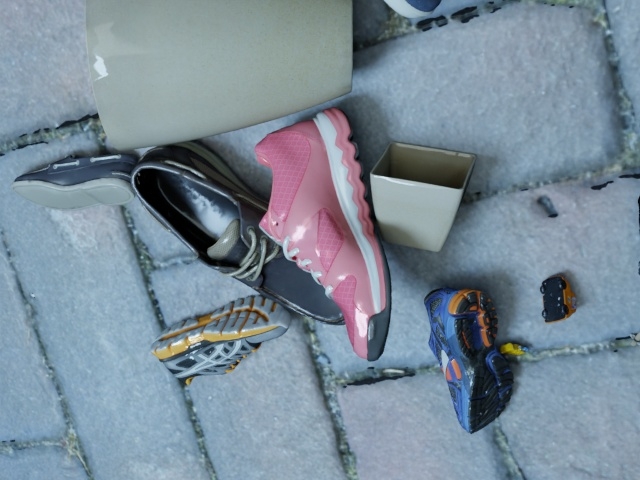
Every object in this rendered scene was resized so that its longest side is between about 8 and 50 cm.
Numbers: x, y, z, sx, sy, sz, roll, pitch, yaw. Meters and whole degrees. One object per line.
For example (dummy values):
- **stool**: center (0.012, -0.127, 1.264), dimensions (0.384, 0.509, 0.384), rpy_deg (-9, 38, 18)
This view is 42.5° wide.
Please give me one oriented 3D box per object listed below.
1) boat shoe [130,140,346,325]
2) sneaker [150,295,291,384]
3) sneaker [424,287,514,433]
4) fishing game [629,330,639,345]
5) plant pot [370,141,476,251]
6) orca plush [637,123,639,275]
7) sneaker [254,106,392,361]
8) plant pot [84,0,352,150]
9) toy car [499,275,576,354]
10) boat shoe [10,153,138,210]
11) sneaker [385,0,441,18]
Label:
- **boat shoe**: center (-0.102, 0.005, 1.065), dimensions (0.355, 0.130, 0.132), rpy_deg (33, 113, 6)
- **sneaker**: center (-0.130, 0.142, 1.149), dimensions (0.215, 0.084, 0.083), rpy_deg (-17, 113, 25)
- **sneaker**: center (0.185, 0.149, 1.052), dimensions (0.087, 0.083, 0.221), rpy_deg (27, 134, 54)
- **fishing game**: center (0.438, 0.164, 0.891), dimensions (0.041, 0.264, 0.189), rpy_deg (2, 132, -28)
- **plant pot**: center (0.121, -0.049, 0.998), dimensions (0.109, 0.109, 0.096), rpy_deg (11, 119, 14)
- **orca plush**: center (0.407, -0.104, 0.918), dimensions (0.151, 0.102, 0.287), rpy_deg (-8, 122, -26)
- **sneaker**: center (0.000, 0.000, 0.992), dimensions (0.136, 0.116, 0.313), rpy_deg (-13, 75, -1)
- **plant pot**: center (-0.101, -0.233, 0.953), dimensions (0.274, 0.256, 0.256), rpy_deg (0, 106, 1)
- **toy car**: center (0.275, 0.096, 1.034), dimensions (0.041, 0.060, 0.122), rpy_deg (14, 139, -32)
- **boat shoe**: center (-0.344, -0.087, 1.166), dimensions (0.206, 0.075, 0.064), rpy_deg (-1, 62, 23)
- **sneaker**: center (0.109, -0.417, 0.861), dimensions (0.148, 0.131, 0.349), rpy_deg (0, 107, 39)
